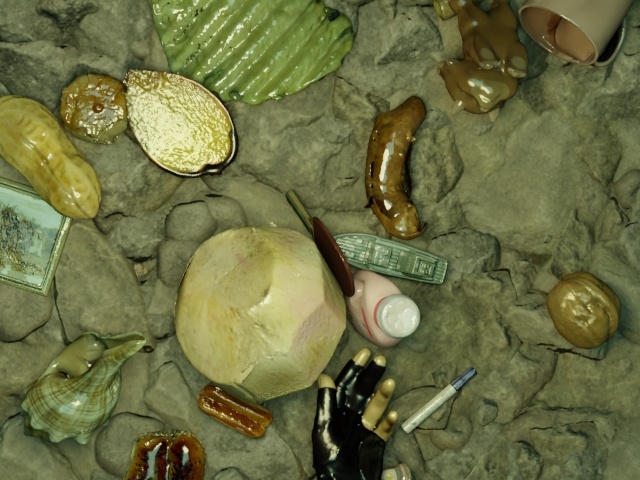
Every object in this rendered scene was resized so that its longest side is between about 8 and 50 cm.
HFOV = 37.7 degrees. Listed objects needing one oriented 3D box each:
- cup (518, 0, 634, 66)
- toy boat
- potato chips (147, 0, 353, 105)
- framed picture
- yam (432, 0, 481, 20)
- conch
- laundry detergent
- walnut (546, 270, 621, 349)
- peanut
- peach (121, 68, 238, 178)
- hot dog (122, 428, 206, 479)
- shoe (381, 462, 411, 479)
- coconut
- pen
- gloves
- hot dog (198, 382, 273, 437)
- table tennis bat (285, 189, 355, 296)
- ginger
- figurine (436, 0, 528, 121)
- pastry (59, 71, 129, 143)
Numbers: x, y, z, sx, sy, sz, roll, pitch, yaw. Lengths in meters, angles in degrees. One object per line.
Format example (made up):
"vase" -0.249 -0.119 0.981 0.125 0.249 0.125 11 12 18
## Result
"cup" 0.566 -0.485 1.961 0.253 0.191 0.200 40 84 -34
"toy boat" 0.141 0.035 1.967 0.260 0.085 0.078 15 90 -5
"potato chips" -0.149 -0.465 1.930 0.389 0.097 0.373 -26 99 -5
"framed picture" -0.662 -0.023 1.931 0.274 0.017 0.217 16 89 -5
"yam" 0.373 -0.559 1.987 0.299 0.066 0.066 -30 93 -4
"conch" -0.468 0.291 1.879 0.386 0.169 0.203 -32 57 12
"laundry detergent" 0.118 0.136 1.839 0.087 0.335 0.159 -17 92 -9
"walnut" 0.556 0.148 1.982 0.166 0.149 0.167 12 65 -28
"peanut" -0.550 -0.163 1.873 0.147 0.147 0.305 -40 94 -3
"peach" -0.296 -0.244 1.927 0.189 0.068 0.279 -44 100 -6
"hot dog" -0.332 0.518 1.937 0.162 0.082 0.270 14 91 -4
"shoe" 0.139 0.558 1.974 0.092 0.089 0.180 6 88 -6
"coconut" -0.119 0.148 1.847 0.352 0.352 0.353 0 91 -5
"pen" 0.255 0.343 2.013 0.204 0.025 0.025 -39 94 -4
"gloves" 0.063 0.370 1.935 0.197 0.152 0.301 23 83 -24
"hot dog" -0.182 0.356 1.964 0.165 0.045 0.071 28 90 -5
"table tennis bat" 0.000 0.000 1.907 0.021 0.154 0.274 -25 58 -13
"ginger" 0.156 -0.153 1.958 0.133 0.107 0.309 -1 87 9
"figurine" 0.330 -0.372 1.944 0.177 0.173 0.247 -9 66 -24
"pastry" -0.458 -0.270 1.914 0.153 0.081 0.153 0 83 -2
